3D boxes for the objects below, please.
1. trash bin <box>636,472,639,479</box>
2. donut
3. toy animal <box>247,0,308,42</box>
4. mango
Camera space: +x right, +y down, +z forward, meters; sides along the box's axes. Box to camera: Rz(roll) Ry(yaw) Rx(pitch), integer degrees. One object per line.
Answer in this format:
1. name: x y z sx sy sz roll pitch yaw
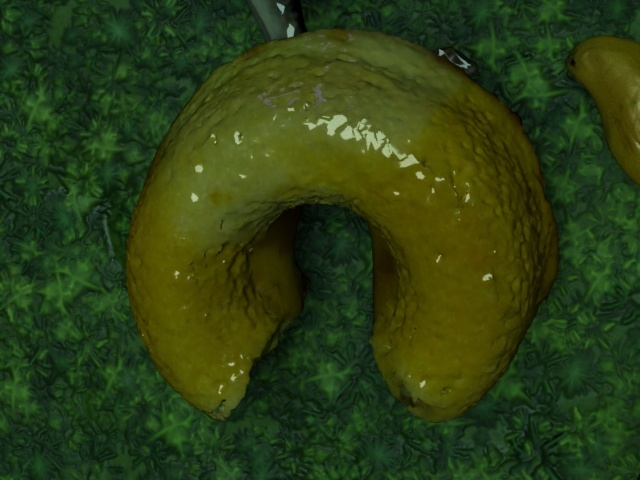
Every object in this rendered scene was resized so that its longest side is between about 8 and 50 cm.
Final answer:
1. trash bin: 0.520 0.238 1.215 0.432 0.280 0.280 29 99 14
2. donut: 0.000 0.000 1.314 0.435 0.163 0.378 -2 118 16
3. toy animal: -0.043 -0.373 1.342 0.344 0.194 0.303 37 98 -14
4. mango: 0.319 -0.122 1.344 0.098 0.075 0.190 -32 79 7
